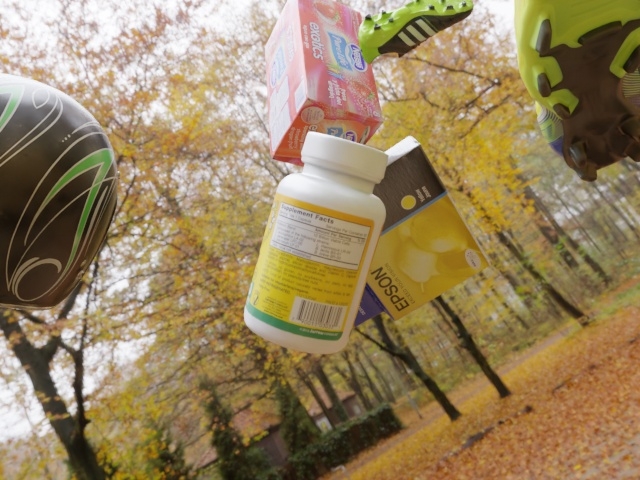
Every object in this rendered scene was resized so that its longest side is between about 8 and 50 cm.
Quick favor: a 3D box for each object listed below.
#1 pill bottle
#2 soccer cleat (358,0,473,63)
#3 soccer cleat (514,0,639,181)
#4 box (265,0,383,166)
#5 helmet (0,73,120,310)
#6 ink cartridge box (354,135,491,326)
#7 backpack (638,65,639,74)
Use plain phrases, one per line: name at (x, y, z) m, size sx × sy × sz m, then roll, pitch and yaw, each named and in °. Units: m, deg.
pill bottle at (0.000, 0.000, 0.558) m, size 0.118 × 0.118 × 0.208 m, roll 4°, pitch -76°, yaw -60°
soccer cleat at (0.138, -0.313, 0.786) m, size 0.179 × 0.060 × 0.072 m, roll -20°, pitch -30°, yaw -8°
soccer cleat at (0.189, -0.149, 0.402) m, size 0.094 × 0.121 × 0.289 m, roll -24°, pitch -30°, yaw 20°
box at (-0.005, -0.285, 0.959) m, size 0.142 × 0.299 × 0.154 m, roll 12°, pitch -37°, yaw -26°
helmet at (-0.235, -0.043, 0.397) m, size 0.169 × 0.170 × 0.161 m, roll 35°, pitch -106°, yaw -70°
ink cartridge box at (0.123, 0.010, 1.030) m, size 0.307 × 0.303 × 0.072 m, roll -34°, pitch 26°, yaw 8°
backpack at (0.495, -0.312, 0.706) m, size 0.188 × 0.144 × 0.166 m, roll -52°, pitch -25°, yaw 14°
